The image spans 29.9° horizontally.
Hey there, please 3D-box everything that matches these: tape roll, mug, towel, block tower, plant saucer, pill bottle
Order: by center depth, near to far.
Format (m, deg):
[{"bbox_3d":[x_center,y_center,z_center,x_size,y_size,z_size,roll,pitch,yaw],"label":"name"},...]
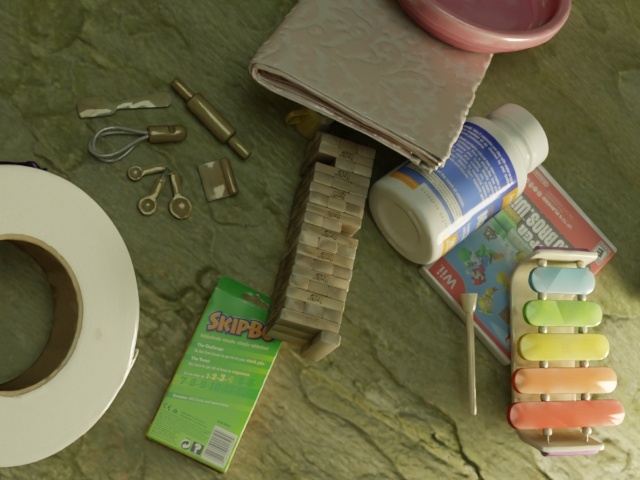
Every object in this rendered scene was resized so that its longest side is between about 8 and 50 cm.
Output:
[{"bbox_3d":[-0.411,0.096,1.545,0.392,0.072,0.392,0,89,-43],"label":"tape roll"},{"bbox_3d":[0.000,0.000,1.759,0.097,0.091,0.336,17,65,-14],"label":"block tower"},{"bbox_3d":[0.087,-0.269,1.820,0.317,0.053,0.332,29,43,0],"label":"towel"},{"bbox_3d":[0.219,-0.095,1.838,0.272,0.152,0.152,-35,87,-22],"label":"pill bottle"},{"bbox_3d":[-0.007,-0.190,1.843,0.078,0.064,0.062,-41,90,-22],"label":"mug"},{"bbox_3d":[0.239,-0.418,1.926,0.332,0.084,0.332,12,50,-15],"label":"plant saucer"}]

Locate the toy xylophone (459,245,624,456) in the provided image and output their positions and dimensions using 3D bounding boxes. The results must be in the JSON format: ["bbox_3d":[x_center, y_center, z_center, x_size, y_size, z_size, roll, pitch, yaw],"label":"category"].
[{"bbox_3d":[0.333,0.171,1.814,0.236,0.081,0.323,-6,86,-24],"label":"toy xylophone"}]

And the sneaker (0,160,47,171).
[{"bbox_3d":[-0.489,-0.082,1.646,0.223,0.098,0.083,-9,78,-19],"label":"sneaker"}]

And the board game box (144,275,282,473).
[{"bbox_3d":[-0.141,0.188,1.713,0.124,0.039,0.259,27,71,-9],"label":"board game box"}]

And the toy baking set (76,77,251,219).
[{"bbox_3d":[-0.231,-0.147,1.780,0.197,0.030,0.256,-40,89,-22],"label":"toy baking set"}]

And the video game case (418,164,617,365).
[{"bbox_3d":[0.317,0.031,1.903,0.285,0.025,0.204,-42,90,-22],"label":"video game case"}]
